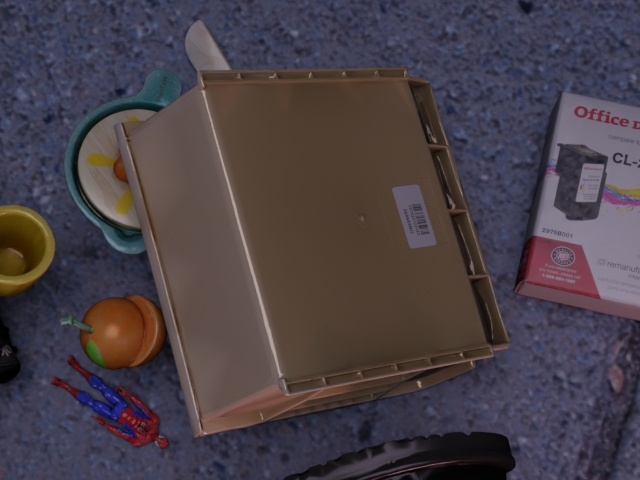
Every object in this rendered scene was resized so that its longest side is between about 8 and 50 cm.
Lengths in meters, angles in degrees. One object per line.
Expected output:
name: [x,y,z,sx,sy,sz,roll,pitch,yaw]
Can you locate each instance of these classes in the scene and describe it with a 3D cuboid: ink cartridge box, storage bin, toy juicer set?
ink cartridge box: [0.250,-0.029,1.321,0.127,0.072,0.175,12,79,4]
storage bin: [0.000,0.000,1.242,0.260,0.123,0.262,-6,74,-40]
toy juicer set: [-0.122,-0.035,1.288,0.209,0.089,0.329,40,64,2]

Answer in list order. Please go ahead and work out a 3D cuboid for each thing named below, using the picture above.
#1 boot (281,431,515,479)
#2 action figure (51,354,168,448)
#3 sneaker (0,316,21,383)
boot: [0.024,0.315,1.215,0.347,0.131,0.260,-18,75,-5]
action figure: [-0.180,0.146,1.317,0.115,0.030,0.038,34,76,6]
sneaker: [-0.315,0.059,1.302,0.135,0.097,0.276,9,81,3]
